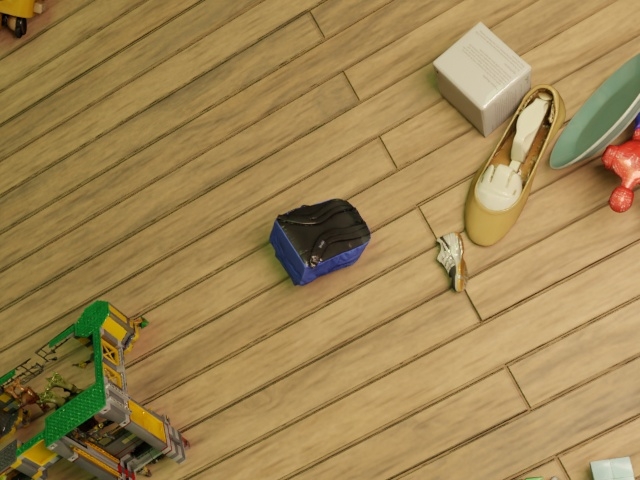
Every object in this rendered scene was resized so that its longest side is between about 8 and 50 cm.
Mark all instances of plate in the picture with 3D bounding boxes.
[{"bbox_3d":[0.357,-0.157,0.935,0.024,0.188,0.188,38,88,-4],"label":"plate"}]

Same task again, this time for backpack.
[{"bbox_3d":[0.000,0.000,1.036,0.120,0.101,0.098,-24,71,-25],"label":"backpack"}]

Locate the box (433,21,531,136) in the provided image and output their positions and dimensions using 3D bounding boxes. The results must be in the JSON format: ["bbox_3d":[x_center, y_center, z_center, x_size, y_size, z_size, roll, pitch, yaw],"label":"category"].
[{"bbox_3d":[0.221,-0.217,1.024,0.087,0.102,0.101,-41,69,1],"label":"box"}]

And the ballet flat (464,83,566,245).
[{"bbox_3d":[0.252,-0.106,1.000,0.080,0.073,0.232,24,84,22],"label":"ballet flat"}]

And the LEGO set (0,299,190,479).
[{"bbox_3d":[-0.335,0.267,1.053,0.331,0.192,0.255,-40,39,0],"label":"LEGO set"}]

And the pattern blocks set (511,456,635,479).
[{"bbox_3d":[0.305,0.421,0.844,0.285,0.026,0.325,-22,71,10],"label":"pattern blocks set"}]

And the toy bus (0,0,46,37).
[{"bbox_3d":[-0.531,-0.421,1.298,0.104,0.202,0.191,12,70,-12],"label":"toy bus"}]

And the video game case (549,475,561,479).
[{"bbox_3d":[0.301,0.420,0.872,0.193,0.023,0.212,32,86,21],"label":"video game case"}]

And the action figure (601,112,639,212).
[{"bbox_3d":[0.420,-0.122,0.956,0.091,0.139,0.280,24,61,24],"label":"action figure"}]

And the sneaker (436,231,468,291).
[{"bbox_3d":[0.176,0.031,1.013,0.036,0.032,0.083,-13,67,27],"label":"sneaker"}]
